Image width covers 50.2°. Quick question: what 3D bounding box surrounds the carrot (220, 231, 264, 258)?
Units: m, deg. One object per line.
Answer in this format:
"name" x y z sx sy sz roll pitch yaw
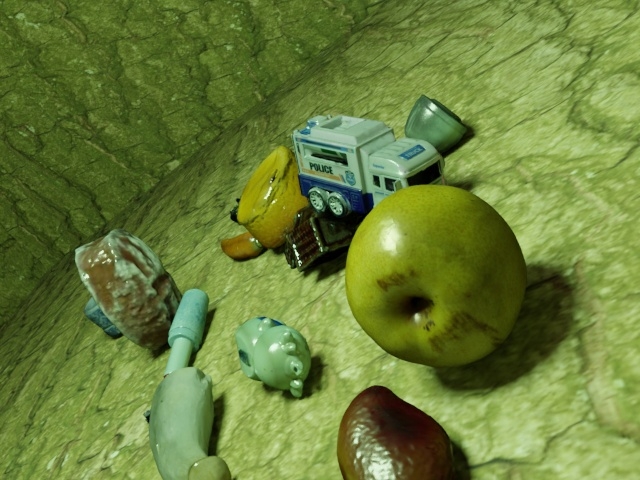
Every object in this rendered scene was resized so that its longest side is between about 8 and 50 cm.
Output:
"carrot" -0.204 0.015 1.653 0.271 0.062 0.066 -11 69 60

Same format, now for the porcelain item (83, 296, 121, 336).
"porcelain item" -0.553 0.180 1.861 0.147 0.114 0.147 -34 23 17

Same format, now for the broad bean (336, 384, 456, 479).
"broad bean" 0.075 0.220 0.694 0.114 0.084 0.165 -39 26 -6

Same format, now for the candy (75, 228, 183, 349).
"candy" -0.405 0.105 1.511 0.157 0.289 0.214 -31 26 10

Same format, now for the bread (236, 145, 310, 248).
"bread" -0.085 -0.097 1.528 0.195 0.142 0.270 -45 21 26

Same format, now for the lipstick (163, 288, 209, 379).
"lipstick" -0.276 0.209 1.376 0.061 0.068 0.274 -26 32 21

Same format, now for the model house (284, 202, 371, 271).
"model house" -0.004 0.003 1.265 0.165 0.106 0.152 -41 21 45

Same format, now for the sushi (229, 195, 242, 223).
"sushi" -0.204 -0.085 1.856 0.084 0.056 0.083 -9 46 54

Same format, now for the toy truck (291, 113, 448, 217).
"toy truck" 0.082 -0.121 1.146 0.124 0.155 0.268 -32 33 -33

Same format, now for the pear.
"pear" 0.134 0.035 0.785 0.209 0.209 0.209 -36 21 16

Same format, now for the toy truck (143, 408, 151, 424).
"toy truck" -0.281 0.305 1.232 0.083 0.039 0.044 -37 7 17

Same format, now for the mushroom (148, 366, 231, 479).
"mushroom" -0.200 0.301 1.024 0.118 0.103 0.270 -46 30 7

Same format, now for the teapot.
"teapot" 0.202 -0.213 1.301 0.108 0.111 0.149 -52 23 15

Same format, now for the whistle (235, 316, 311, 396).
"whistle" -0.077 0.170 1.053 0.092 0.110 0.244 -15 10 -24
